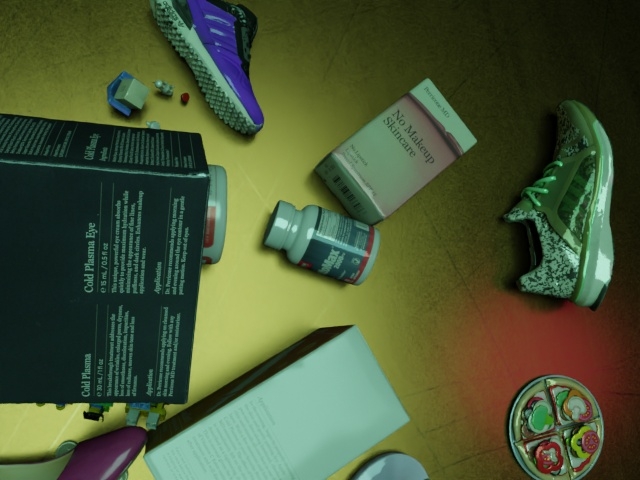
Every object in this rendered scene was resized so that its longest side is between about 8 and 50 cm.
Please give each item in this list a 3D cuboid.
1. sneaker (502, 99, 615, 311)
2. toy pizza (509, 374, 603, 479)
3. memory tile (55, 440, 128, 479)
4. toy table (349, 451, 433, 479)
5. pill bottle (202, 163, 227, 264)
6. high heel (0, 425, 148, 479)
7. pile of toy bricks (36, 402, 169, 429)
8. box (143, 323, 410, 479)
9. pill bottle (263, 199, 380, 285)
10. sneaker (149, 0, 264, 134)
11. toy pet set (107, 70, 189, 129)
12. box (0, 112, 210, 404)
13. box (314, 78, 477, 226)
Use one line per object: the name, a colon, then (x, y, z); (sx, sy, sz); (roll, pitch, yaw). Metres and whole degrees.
sneaker: (0.439, -0.076, 1.255); (0.182, 0.158, 0.410); (2, 76, 3)
toy pizza: (0.445, 0.353, 1.240); (0.201, 0.032, 0.201); (2, 82, -14)
memory tile: (-0.357, 0.386, 1.037); (0.113, 0.012, 0.148); (2, 82, -14)
toy table: (0.112, 0.489, 1.069); (0.252, 0.161, 0.274); (15, 80, -12)
pill bottle: (-0.294, -0.048, 1.037); (0.283, 0.161, 0.161); (3, 81, -14)
high heel: (-0.430, 0.325, 0.924); (0.377, 0.127, 0.181); (-34, 101, 2)
pile of toy bricks: (-0.337, 0.206, 1.033); (0.212, 0.118, 0.105); (11, 40, -2)
box: (-0.076, 0.287, 1.018); (0.345, 0.215, 0.168); (-29, 89, -17)
pill bottle: (0.000, 0.000, 1.136); (0.180, 0.108, 0.108); (20, 78, -10)
sneaker: (-0.157, -0.329, 1.145); (0.146, 0.102, 0.293); (-34, 91, -17)
toy pet set: (-0.302, -0.221, 1.126); (0.114, 0.065, 0.122); (32, 76, -44)
box: (-0.321, 0.028, 0.874); (0.313, 0.179, 0.343); (4, 115, -17)
box: (0.131, -0.150, 1.181); (0.232, 0.127, 0.148); (-40, 93, -16)
